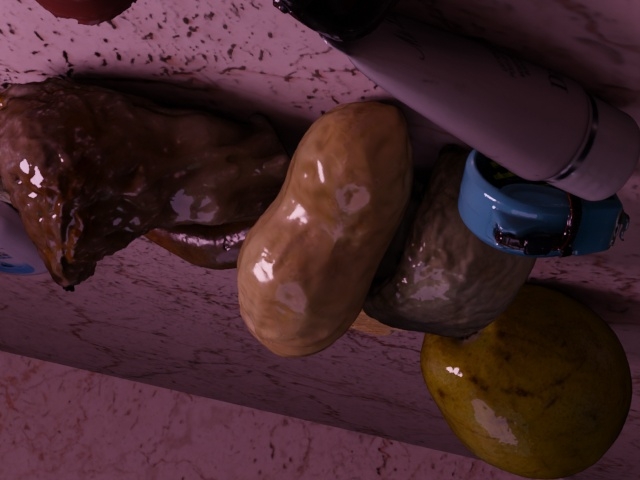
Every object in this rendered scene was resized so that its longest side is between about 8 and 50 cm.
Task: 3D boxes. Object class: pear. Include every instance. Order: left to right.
[{"bbox_3d":[0.266,0.175,1.604,0.252,0.253,0.307,-2,146,44],"label":"pear"}]

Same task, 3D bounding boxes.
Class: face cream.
[{"bbox_3d":[-0.521,-0.032,1.841,0.163,0.080,0.337,8,164,16],"label":"face cream"},{"bbox_3d":[0.114,-0.117,0.975,0.314,0.089,0.143,20,-156,-26],"label":"face cream"}]

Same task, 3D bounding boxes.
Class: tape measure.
[{"bbox_3d":[0.190,-0.041,1.110,0.125,0.146,0.081,-6,129,-15],"label":"tape measure"}]

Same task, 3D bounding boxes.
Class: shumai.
[{"bbox_3d":[-0.179,-0.090,1.301,0.283,0.217,0.346,-20,174,3],"label":"shumai"}]

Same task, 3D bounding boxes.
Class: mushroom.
[{"bbox_3d":[0.131,0.022,1.319,0.189,0.164,0.267,22,162,-23],"label":"mushroom"}]

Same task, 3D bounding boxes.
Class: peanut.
[{"bbox_3d":[0.000,0.000,1.214,0.147,0.148,0.319,17,131,-10],"label":"peanut"}]

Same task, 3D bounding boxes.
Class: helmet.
[{"bbox_3d":[0.001,-0.194,0.835,0.123,0.098,0.070,34,-174,-39],"label":"helmet"}]

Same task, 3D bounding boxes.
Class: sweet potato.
[{"bbox_3d":[-0.102,-0.020,1.449,0.346,0.079,0.108,-10,126,37],"label":"sweet potato"}]

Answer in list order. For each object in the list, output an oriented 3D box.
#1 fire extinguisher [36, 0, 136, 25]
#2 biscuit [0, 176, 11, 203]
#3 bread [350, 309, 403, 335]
[{"bbox_3d":[-0.203,-0.266,0.753,0.147,0.106,0.337,36,169,17],"label":"fire extinguisher"},{"bbox_3d":[-0.414,-0.104,1.468,0.186,0.079,0.309,18,171,2],"label":"biscuit"},{"bbox_3d":[0.027,0.101,1.906,0.250,0.039,0.182,5,163,28],"label":"bread"}]
